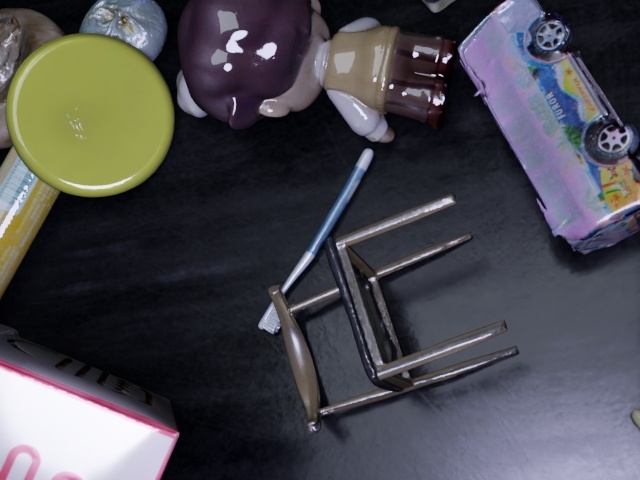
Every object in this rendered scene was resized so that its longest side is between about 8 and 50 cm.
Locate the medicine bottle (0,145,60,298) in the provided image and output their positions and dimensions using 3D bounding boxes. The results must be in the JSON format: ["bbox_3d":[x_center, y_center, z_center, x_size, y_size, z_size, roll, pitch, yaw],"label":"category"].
[{"bbox_3d":[-0.499,0.068,1.157,0.108,0.108,0.426,24,80,24],"label":"medicine bottle"}]

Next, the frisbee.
[{"bbox_3d":[-0.324,-0.179,1.148,0.235,0.017,0.236,0,89,-14],"label":"frisbee"}]

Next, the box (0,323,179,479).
[{"bbox_3d":[-0.352,0.271,0.878,0.300,0.314,0.312,25,81,-9],"label":"box"}]

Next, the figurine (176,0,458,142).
[{"bbox_3d":[-0.011,-0.241,1.074,0.364,0.206,0.218,11,100,-3],"label":"figurine"}]

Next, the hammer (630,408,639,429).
[{"bbox_3d":[0.424,0.150,0.864,0.195,0.028,0.060,-40,59,0],"label":"hammer"}]

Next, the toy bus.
[{"bbox_3d":[0.281,-0.143,0.960,0.138,0.112,0.317,-32,65,18],"label":"toy bus"}]

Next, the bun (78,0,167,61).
[{"bbox_3d":[-0.303,-0.321,1.221,0.140,0.083,0.141,-5,70,15],"label":"bun"}]

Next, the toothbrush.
[{"bbox_3d":[0.000,0.000,1.052,0.025,0.019,0.276,29,84,19],"label":"toothbrush"}]

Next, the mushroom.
[{"bbox_3d":[-0.477,-0.249,1.205,0.226,0.178,0.227,-4,67,10],"label":"mushroom"}]

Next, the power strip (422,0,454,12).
[{"bbox_3d":[0.129,-0.428,1.118,0.105,0.070,0.257,-37,64,7],"label":"power strip"}]

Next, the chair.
[{"bbox_3d":[0.064,0.090,0.921,0.272,0.166,0.188,-23,67,11],"label":"chair"}]
